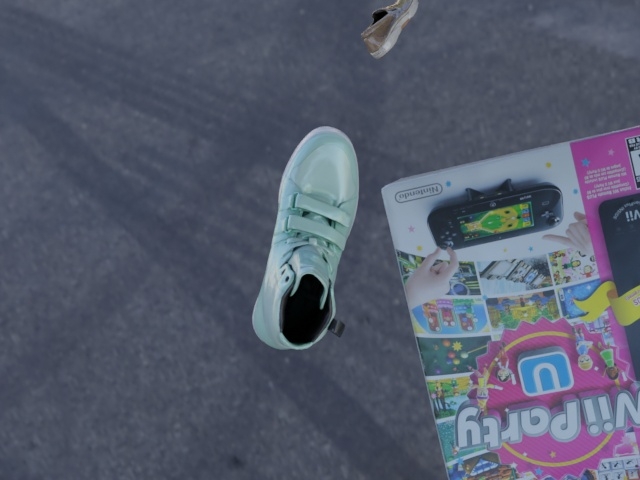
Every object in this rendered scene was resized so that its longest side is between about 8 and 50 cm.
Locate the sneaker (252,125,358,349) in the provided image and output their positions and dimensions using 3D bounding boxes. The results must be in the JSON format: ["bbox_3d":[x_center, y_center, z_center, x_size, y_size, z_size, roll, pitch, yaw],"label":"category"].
[{"bbox_3d":[0.000,0.001,1.450,0.094,0.256,0.151,15,-1,-14],"label":"sneaker"}]

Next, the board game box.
[{"bbox_3d":[0.193,0.078,1.034,0.224,0.303,0.097,-13,3,13],"label":"board game box"}]

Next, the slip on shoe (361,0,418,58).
[{"bbox_3d":[0.091,-0.297,1.788,0.051,0.041,0.135,-29,24,47],"label":"slip on shoe"}]
